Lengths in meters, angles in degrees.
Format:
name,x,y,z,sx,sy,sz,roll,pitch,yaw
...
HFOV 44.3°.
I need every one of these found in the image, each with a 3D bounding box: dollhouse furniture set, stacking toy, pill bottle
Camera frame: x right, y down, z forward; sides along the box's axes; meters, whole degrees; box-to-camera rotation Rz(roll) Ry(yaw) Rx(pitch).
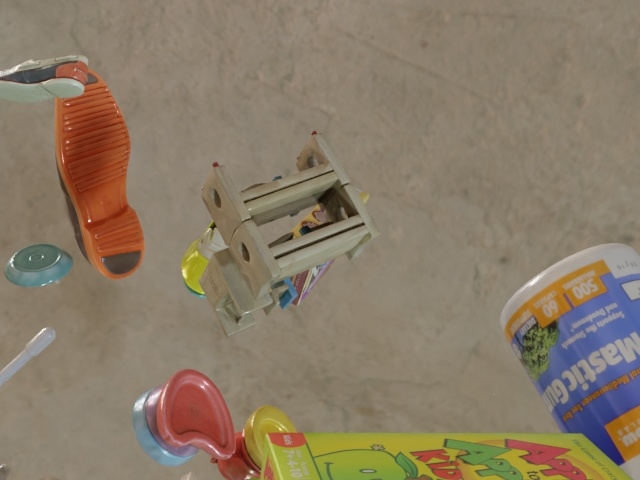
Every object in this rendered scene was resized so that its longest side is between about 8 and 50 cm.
name,x,y,z,sx,sy,sz,roll,pitch,yaw
dollhouse furniture set,-0.052,-0.004,0.840,0.129,0.183,0.129,-21,75,-28
stacking toy,-0.176,0.375,1.251,0.130,0.309,0.279,-33,39,26
pill bottle,0.291,0.150,0.710,0.152,0.152,0.272,-29,60,6

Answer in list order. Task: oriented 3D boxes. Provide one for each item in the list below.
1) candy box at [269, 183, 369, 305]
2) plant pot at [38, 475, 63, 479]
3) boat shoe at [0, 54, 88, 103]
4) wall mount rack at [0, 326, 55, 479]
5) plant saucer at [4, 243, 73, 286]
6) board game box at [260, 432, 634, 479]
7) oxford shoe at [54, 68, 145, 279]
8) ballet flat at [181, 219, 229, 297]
name,x,y,z,sx,sy,sz,roll,pitch,yaw
candy box,0.000,0.000,1.155,0.053,0.186,0.109,28,127,10
plant pot,-0.197,0.368,0.687,0.280,0.323,0.323,44,91,-10
boat shoe,-0.335,-0.192,0.927,0.137,0.049,0.043,-1,72,19
wall mount rack,-0.463,0.160,0.985,0.350,0.130,0.304,46,128,27
plant saucer,-0.506,0.038,1.409,0.119,0.021,0.119,2,36,-1
board game box,0.067,0.133,0.381,0.181,0.092,0.043,3,103,-14
oxford shoe,-0.402,-0.113,1.337,0.133,0.130,0.363,19,120,44
ballet flat,-0.164,0.005,1.249,0.077,0.231,0.077,25,114,-5
